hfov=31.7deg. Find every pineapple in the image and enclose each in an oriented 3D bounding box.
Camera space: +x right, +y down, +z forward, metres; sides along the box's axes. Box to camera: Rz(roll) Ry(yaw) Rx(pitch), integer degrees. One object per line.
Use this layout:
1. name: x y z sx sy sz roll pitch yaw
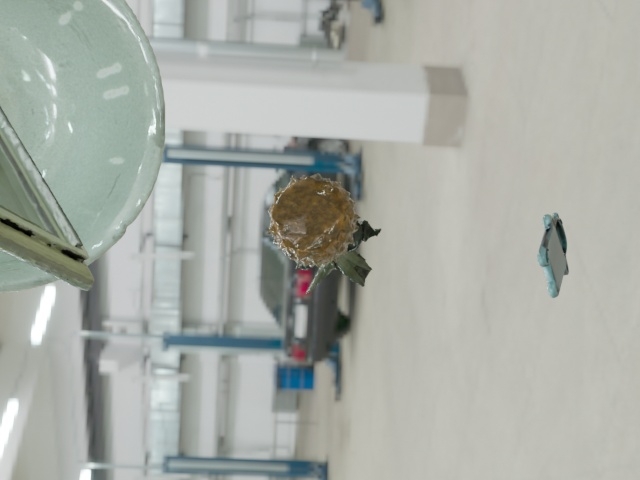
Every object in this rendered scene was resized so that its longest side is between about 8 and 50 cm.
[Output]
1. pineapple: 0.000 0.000 1.457 0.130 0.119 0.277 -51 -14 -3

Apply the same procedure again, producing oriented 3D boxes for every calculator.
1. calculator: 0.311 0.014 1.502 0.094 0.019 0.141 67 -151 -23

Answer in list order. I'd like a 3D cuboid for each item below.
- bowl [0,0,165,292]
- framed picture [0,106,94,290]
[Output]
1. bowl: -0.417 -0.144 1.329 0.196 0.434 0.435 -13 73 62
2. framed picture: -0.221 -0.098 0.516 0.217 0.017 0.274 34 -168 -49
